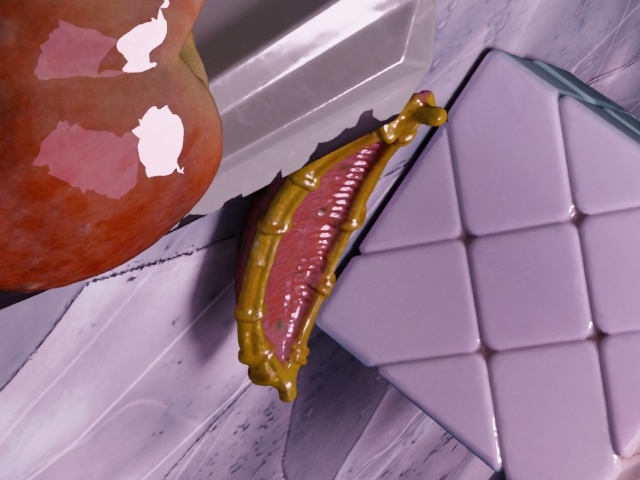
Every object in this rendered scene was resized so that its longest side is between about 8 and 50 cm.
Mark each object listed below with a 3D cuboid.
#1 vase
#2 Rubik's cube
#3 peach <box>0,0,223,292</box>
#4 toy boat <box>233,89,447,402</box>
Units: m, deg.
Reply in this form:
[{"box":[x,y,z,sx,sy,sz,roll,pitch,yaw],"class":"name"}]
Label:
[{"box":[-0.104,-0.060,0.825,0.360,0.165,0.165,-37,155,-22],"class":"vase"},{"box":[0.247,0.042,1.459,0.319,0.322,0.316,-57,160,13],"class":"Rubik's cube"},{"box":[-0.152,-0.086,0.639,0.232,0.232,0.232,-42,157,-22],"class":"peach"},{"box":[-0.004,-0.006,1.187,0.141,0.099,0.318,-22,148,-46],"class":"toy boat"}]
